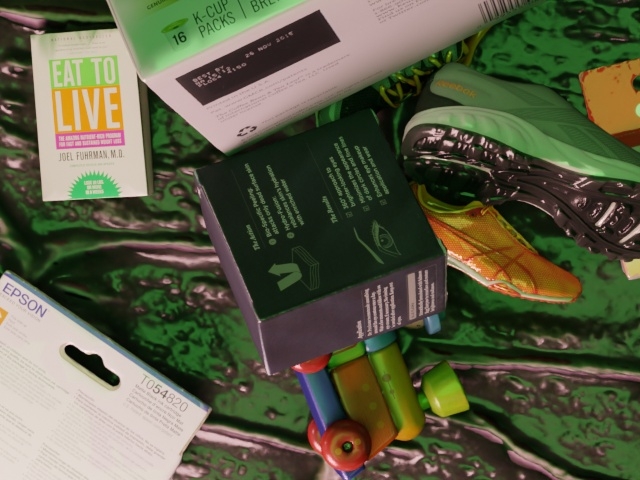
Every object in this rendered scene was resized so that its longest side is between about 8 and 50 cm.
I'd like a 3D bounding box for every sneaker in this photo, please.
[{"bbox_3d":[0.200,-0.067,1.288,0.271,0.108,0.100,22,142,-11],"label":"sneaker"},{"bbox_3d":[0.143,0.002,1.359,0.175,0.064,0.067,26,100,2],"label":"sneaker"},{"bbox_3d":[0.080,-0.158,1.331,0.215,0.084,0.083,-48,68,7],"label":"sneaker"}]

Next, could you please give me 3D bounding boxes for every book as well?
[{"bbox_3d":[-0.197,-0.109,1.400,0.096,0.035,0.144,-3,96,9],"label":"book"}]

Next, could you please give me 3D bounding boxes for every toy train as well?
[{"bbox_3d":[0.063,0.152,1.370,0.143,0.105,0.248,-22,93,-7],"label":"toy train"}]

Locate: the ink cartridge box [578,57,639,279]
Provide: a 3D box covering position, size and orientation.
[{"bbox_3d":[0.306,-0.070,1.349,0.145,0.045,0.179,-13,96,6],"label":"ink cartridge box"}]

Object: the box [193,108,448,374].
[{"bbox_3d":[0.000,0.000,1.297,0.158,0.093,0.156,-19,58,-8],"label":"box"}]

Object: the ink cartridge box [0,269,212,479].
[{"bbox_3d":[-0.241,0.173,1.419,0.223,0.045,0.224,35,96,1],"label":"ink cartridge box"}]

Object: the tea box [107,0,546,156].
[{"bbox_3d":[-0.015,-0.293,1.230,0.329,0.220,0.323,-24,75,7],"label":"tea box"}]
